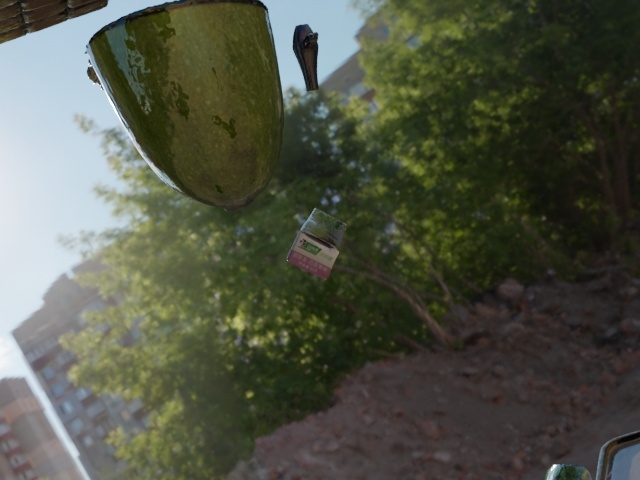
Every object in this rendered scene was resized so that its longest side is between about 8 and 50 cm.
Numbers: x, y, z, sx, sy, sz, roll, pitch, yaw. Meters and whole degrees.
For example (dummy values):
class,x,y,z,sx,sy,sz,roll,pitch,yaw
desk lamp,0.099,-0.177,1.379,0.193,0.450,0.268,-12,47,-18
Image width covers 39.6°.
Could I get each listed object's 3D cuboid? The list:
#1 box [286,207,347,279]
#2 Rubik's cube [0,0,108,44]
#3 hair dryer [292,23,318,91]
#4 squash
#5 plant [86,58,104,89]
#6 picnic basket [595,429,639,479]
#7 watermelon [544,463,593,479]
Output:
class,x,y,z,sx,sy,sz,roll,pitch,yaw
box,0.000,0.000,1.033,0.041,0.050,0.207,-64,0,9
Rubik's cube,-0.565,-0.533,1.486,0.344,0.337,0.344,-25,7,-17
hair dryer,-0.012,-0.218,1.032,0.031,0.078,0.083,-11,2,-8
squash,-0.196,-0.198,1.445,0.311,0.308,0.310,-14,-3,-1
plant,-0.394,-0.341,1.766,0.116,0.104,0.122,-44,-40,5
picnic basket,0.383,0.238,0.786,0.267,0.139,0.165,-26,5,26
watermelon,0.470,0.472,1.610,0.071,0.139,0.187,-61,-7,-24
